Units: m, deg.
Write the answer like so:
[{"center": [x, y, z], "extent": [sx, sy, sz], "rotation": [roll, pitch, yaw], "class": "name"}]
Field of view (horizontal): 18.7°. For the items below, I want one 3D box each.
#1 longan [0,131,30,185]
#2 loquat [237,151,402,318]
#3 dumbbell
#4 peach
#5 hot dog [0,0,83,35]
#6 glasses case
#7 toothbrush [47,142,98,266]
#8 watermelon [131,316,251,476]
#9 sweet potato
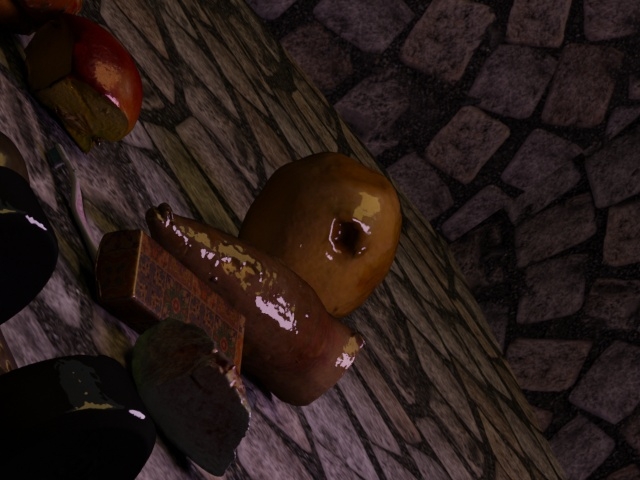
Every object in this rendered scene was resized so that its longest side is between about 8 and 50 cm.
[{"center": [-0.284, -0.054, 1.544], "extent": [0.106, 0.106, 0.119], "rotation": [-81, 146, -77], "class": "longan"}, {"center": [0.000, 0.000, 2.431], "extent": [0.193, 0.238, 0.238], "rotation": [28, 19, -21], "class": "loquat"}, {"center": [-0.218, 0.074, 1.272], "extent": [0.218, 0.152, 0.152], "rotation": [59, 10, 27], "class": "dumbbell"}, {"center": [-0.255, -0.173, 2.124], "extent": [0.151, 0.151, 0.118], "rotation": [49, 55, -32], "class": "peach"}, {"center": [-0.319, -0.316, 2.177], "extent": [0.153, 0.150, 0.256], "rotation": [44, 11, -11], "class": "hot dog"}, {"center": [-0.147, 0.068, 1.918], "extent": [0.218, 0.049, 0.075], "rotation": [44, 45, -53], "class": "glasses case"}, {"center": [-0.236, -0.025, 1.935], "extent": [0.017, 0.022, 0.204], "rotation": [39, 19, -51], "class": "toothbrush"}, {"center": [-0.125, 0.128, 1.776], "extent": [0.180, 0.094, 0.081], "rotation": [43, 2, 41], "class": "watermelon"}, {"center": [-0.082, 0.066, 2.085], "extent": [0.337, 0.131, 0.131], "rotation": [44, 15, -47], "class": "sweet potato"}]
